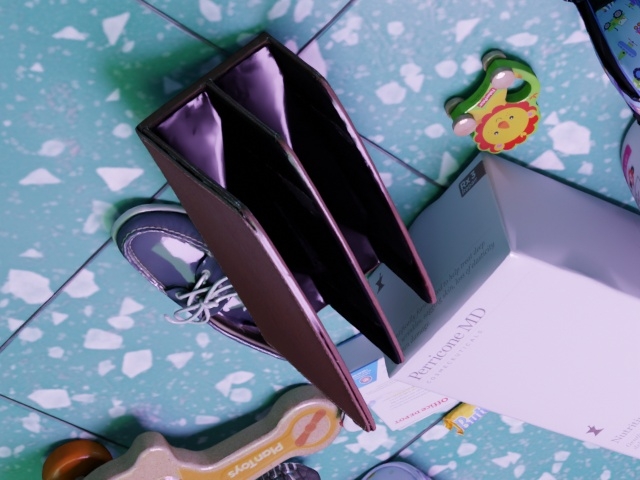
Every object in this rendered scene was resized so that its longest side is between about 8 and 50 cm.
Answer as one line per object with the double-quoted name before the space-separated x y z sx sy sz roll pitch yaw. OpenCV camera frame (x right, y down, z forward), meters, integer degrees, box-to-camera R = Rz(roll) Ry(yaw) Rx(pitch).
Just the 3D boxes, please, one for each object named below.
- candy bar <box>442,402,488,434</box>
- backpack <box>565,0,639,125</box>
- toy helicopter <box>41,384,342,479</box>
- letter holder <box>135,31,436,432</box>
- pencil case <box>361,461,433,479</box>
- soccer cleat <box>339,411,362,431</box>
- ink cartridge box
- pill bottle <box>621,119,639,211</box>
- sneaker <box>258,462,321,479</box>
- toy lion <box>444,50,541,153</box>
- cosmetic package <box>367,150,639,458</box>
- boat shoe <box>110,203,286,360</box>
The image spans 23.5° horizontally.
"candy bar" 0.208 0.176 1.790 0.040 0.018 0.161 32 120 -35
"backpack" 0.308 -0.171 1.363 0.117 0.173 0.158 -31 131 17
"toy helicopter" -0.126 0.287 1.753 0.355 0.140 0.235 -30 127 0
"letter holder" 0.000 0.000 1.390 0.152 0.214 0.302 -38 130 -11
"pencil case" 0.149 0.376 1.905 0.124 0.113 0.273 -29 133 22
"soccer cleat" 0.033 0.173 1.714 0.029 0.035 0.083 -15 98 -39
"ink cartridge box" 0.087 0.148 1.712 0.088 0.052 0.122 -27 132 15
"pill bottle" 0.402 -0.008 1.465 0.160 0.283 0.160 -6 135 -6
"sneaker" -0.046 0.319 1.857 0.073 0.063 0.162 8 140 -39
"toy lion" 0.176 -0.127 1.480 0.096 0.034 0.100 14 129 -33
"cosmetic package" 0.268 0.079 1.611 0.385 0.156 0.217 17 130 -28
"boat shoe" -0.104 0.049 1.554 0.095 0.079 0.254 -35 131 21
